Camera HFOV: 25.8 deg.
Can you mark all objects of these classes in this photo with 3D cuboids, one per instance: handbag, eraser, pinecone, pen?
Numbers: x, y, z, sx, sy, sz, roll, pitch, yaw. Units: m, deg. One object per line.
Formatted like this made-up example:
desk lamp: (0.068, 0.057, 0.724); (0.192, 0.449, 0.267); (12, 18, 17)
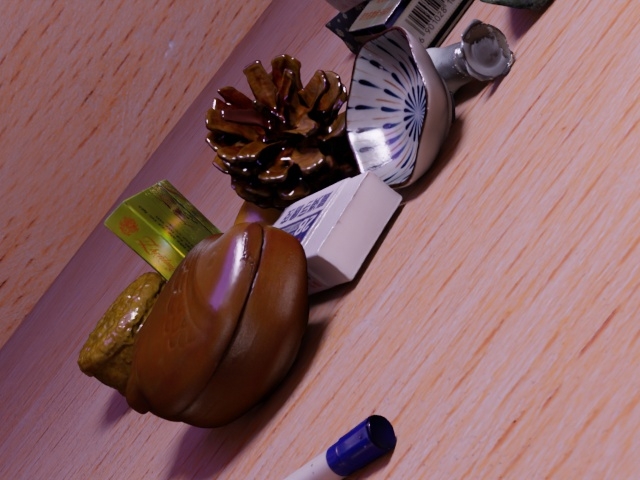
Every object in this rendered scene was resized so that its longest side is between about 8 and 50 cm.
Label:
handbag: (0.093, -0.373, 2.238); (0.139, 0.072, 0.115); (-45, 7, -30)
eraser: (0.000, 0.000, 1.596); (0.124, 0.068, 0.210); (-56, 15, -23)
pinecone: (-0.040, -0.133, 1.765); (0.202, 0.201, 0.229); (-46, 32, -10)
pen: (-0.027, 0.223, 1.217); (0.269, 0.033, 0.033); (-41, 18, 39)

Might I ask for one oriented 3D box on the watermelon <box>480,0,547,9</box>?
watermelon: (0.255, -0.372, 1.651); (0.226, 0.148, 0.318); (117, 167, -57)

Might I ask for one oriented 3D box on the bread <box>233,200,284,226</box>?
bread: (-0.055, -0.073, 1.937); (0.092, 0.074, 0.239); (-46, 14, 43)

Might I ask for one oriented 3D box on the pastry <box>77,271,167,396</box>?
pastry: (-0.263, 0.135, 2.025); (0.189, 0.103, 0.189); (-48, 14, 16)

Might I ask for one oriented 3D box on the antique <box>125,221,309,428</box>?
antique: (-0.108, 0.096, 1.519); (0.278, 0.129, 0.223); (-50, 28, 38)

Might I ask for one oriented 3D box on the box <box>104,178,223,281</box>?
box: (-0.174, 0.003, 1.797); (0.043, 0.173, 0.311); (-46, 2, 7)

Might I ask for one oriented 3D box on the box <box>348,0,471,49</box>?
box: (0.180, -0.390, 1.941); (0.310, 0.084, 0.198); (-53, 14, -3)

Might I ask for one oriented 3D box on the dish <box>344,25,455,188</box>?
dish: (0.098, -0.144, 1.562); (0.190, 0.066, 0.191); (4, 94, 64)

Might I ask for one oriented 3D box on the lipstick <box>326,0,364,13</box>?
lipstick: (0.080, -0.394, 1.960); (0.068, 0.066, 0.317); (-58, 14, -14)

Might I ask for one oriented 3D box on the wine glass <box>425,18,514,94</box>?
wine glass: (0.153, -0.200, 1.591); (0.072, 0.072, 0.155); (-57, 15, -17)
